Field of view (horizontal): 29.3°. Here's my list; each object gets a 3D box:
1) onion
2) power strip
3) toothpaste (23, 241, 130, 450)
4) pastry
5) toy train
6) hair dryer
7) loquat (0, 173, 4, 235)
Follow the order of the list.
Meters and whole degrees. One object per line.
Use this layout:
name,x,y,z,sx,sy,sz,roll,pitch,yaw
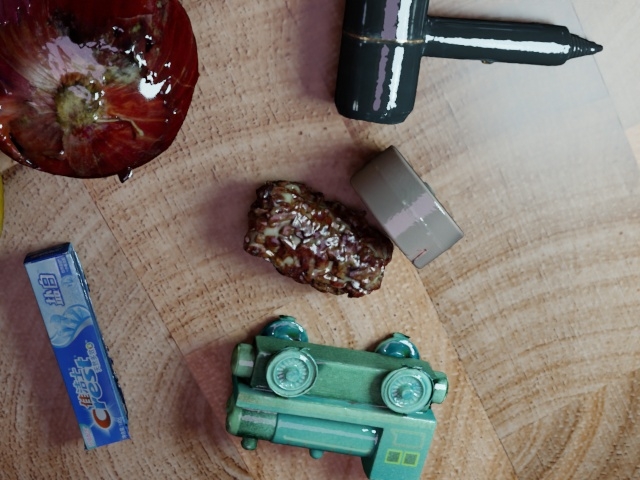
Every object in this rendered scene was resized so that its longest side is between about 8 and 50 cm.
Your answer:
onion,-0.276,-0.203,1.403,0.276,0.276,0.276,-2,107,-8
power strip,0.109,-0.044,1.557,0.078,0.154,0.154,-38,108,7
toothpaste,-0.314,0.140,1.597,0.066,0.053,0.272,-15,109,-4
pastry,-0.001,0.001,1.584,0.208,0.097,0.115,30,110,-17
toy train,0.018,0.218,1.640,0.298,0.120,0.194,10,110,-11
hair dryer,0.195,-0.234,1.546,0.352,0.107,0.189,3,109,-15
loquat,-0.519,-0.038,1.382,0.328,0.328,0.329,-2,107,-8
